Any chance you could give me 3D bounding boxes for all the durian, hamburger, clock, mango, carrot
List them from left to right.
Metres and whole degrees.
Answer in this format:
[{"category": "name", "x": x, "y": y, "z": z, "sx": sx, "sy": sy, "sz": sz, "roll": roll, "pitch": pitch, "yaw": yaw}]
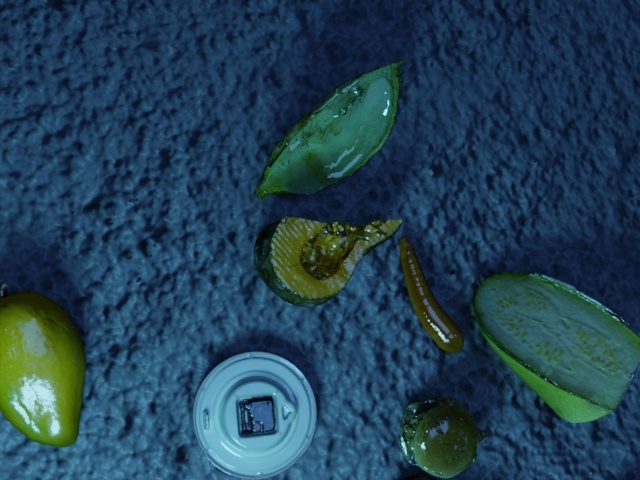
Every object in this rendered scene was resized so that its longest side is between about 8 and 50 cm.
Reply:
[{"category": "mango", "x": -0.511, "y": 0.226, "z": 1.459, "sx": 0.177, "sy": 0.119, "sz": 0.316, "roll": -15, "pitch": 94, "yaw": -19}, {"category": "clock", "x": -0.125, "y": 0.336, "z": 1.567, "sx": 0.245, "sy": 0.056, "sz": 0.244, "roll": 2, "pitch": 81, "yaw": -15}, {"category": "durian", "x": 0.024, "y": -0.202, "z": 1.615, "sx": 0.394, "sy": 0.198, "sz": 0.163, "roll": -38, "pitch": 93, "yaw": -15}, {"category": "carrot", "x": 0.217, "y": 0.121, "z": 1.689, "sx": 0.066, "sy": 0.062, "sz": 0.271, "roll": -32, "pitch": 86, "yaw": 16}, {"category": "hamburger", "x": 0.250, "y": 0.390, "z": 1.615, "sx": 0.185, "sy": 0.131, "sz": 0.159, "roll": -2, "pitch": 85, "yaw": -19}]

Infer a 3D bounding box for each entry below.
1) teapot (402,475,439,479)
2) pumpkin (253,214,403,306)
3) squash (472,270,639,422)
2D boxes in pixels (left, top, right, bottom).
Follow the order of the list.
[{"category": "teapot", "x": 0.225, "y": 0.551, "z": 1.583, "sx": 0.252, "sy": 0.135, "sz": 0.178, "roll": -7, "pitch": 87, "yaw": -14}, {"category": "pumpkin", "x": 0.000, "y": 0.000, "z": 1.609, "sx": 0.190, "sy": 0.139, "sz": 0.280, "roll": 47, "pitch": 72, "yaw": -4}, {"category": "squash", "x": 0.470, "y": 0.185, "z": 1.666, "sx": 0.309, "sy": 0.210, "sz": 0.233, "roll": 48, "pitch": 62, "yaw": -8}]
